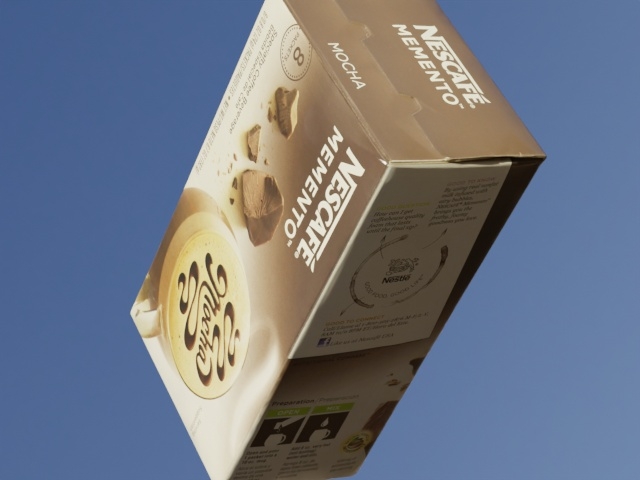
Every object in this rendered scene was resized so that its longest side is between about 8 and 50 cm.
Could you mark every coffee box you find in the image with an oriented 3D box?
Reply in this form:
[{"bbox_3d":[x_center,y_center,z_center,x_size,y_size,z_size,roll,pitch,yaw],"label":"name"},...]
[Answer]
[{"bbox_3d":[0.000,0.000,1.222,0.119,0.168,0.297,-3,-43,-33],"label":"coffee box"}]
